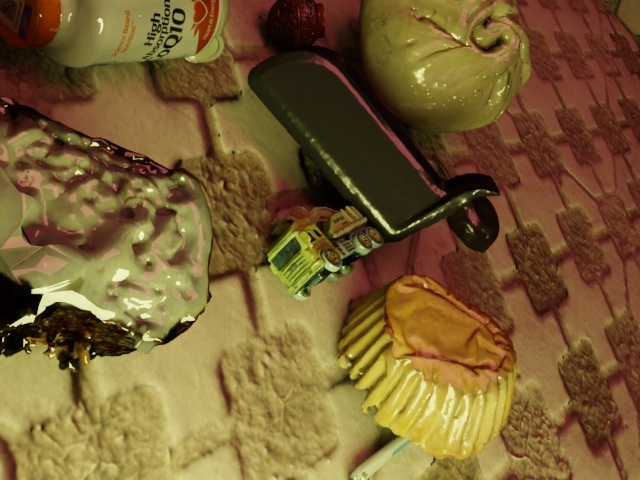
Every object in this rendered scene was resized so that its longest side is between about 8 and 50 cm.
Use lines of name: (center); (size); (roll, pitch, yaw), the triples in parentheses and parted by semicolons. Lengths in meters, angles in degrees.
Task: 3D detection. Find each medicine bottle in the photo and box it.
medicine bottle: (-0.272, -0.306, 1.025); (0.289, 0.157, 0.157); (-24, 82, -52)

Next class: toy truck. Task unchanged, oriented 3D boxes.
toy truck: (0.000, 0.000, 1.149); (0.116, 0.085, 0.191); (50, 34, 9)

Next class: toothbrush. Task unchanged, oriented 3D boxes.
toothbrush: (0.159, 0.270, 1.153); (0.386, 0.040, 0.040); (-20, 78, -51)

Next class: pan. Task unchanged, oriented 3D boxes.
pan: (0.276, -0.075, 1.527); (0.202, 0.048, 0.128); (50, 39, -6)

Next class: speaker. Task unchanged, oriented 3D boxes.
speaker: (0.084, -0.170, 1.248); (0.388, 0.184, 0.180); (48, 15, -9)

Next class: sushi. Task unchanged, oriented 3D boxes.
sushi: (-0.278, 0.012, 0.756); (0.348, 0.207, 0.234); (27, 57, -24)

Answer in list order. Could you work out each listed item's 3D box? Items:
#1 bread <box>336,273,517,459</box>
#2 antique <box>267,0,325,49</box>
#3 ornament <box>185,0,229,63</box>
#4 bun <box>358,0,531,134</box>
bread: (0.164, 0.166, 1.117); (0.274, 0.149, 0.274); (16, 47, -18)
antique: (-0.044, -0.376, 1.372); (0.104, 0.104, 0.104); (27, 46, -31)
ornament: (-0.176, -0.348, 1.230); (0.081, 0.075, 0.156); (43, 34, -43)
bun: (0.237, -0.366, 1.505); (0.362, 0.234, 0.326); (45, 72, -21)
